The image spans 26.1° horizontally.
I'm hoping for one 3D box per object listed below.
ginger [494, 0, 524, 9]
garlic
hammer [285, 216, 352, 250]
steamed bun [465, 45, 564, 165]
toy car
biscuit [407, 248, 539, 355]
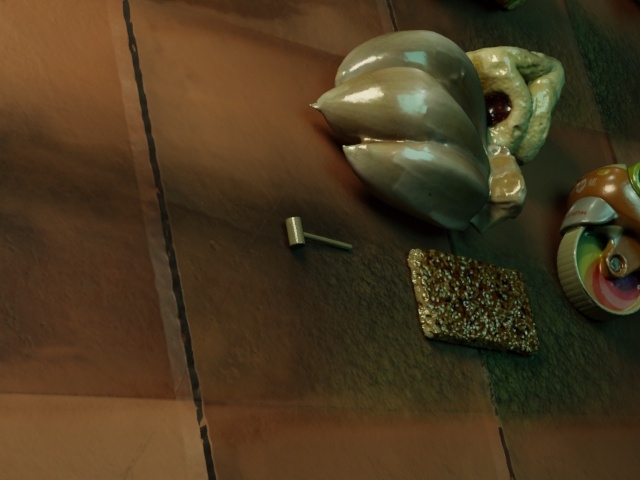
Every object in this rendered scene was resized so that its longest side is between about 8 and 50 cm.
[{"bbox_3d":[0.249,-0.446,2.136,0.354,0.126,0.190,17,44,-43],"label":"ginger"},{"bbox_3d":[0.139,-0.158,1.832,0.325,0.132,0.279,35,39,-34],"label":"garlic"},{"bbox_3d":[0.000,0.000,1.670,0.110,0.019,0.035,17,55,-47],"label":"hammer"},{"bbox_3d":[0.264,-0.186,1.989,0.172,0.141,0.155,9,74,-41],"label":"steamed bun"},{"bbox_3d":[0.437,0.014,2.052,0.235,0.145,0.235,10,69,-28],"label":"toy car"},{"bbox_3d":[0.208,0.083,1.832,0.231,0.025,0.131,11,58,-43],"label":"biscuit"}]
